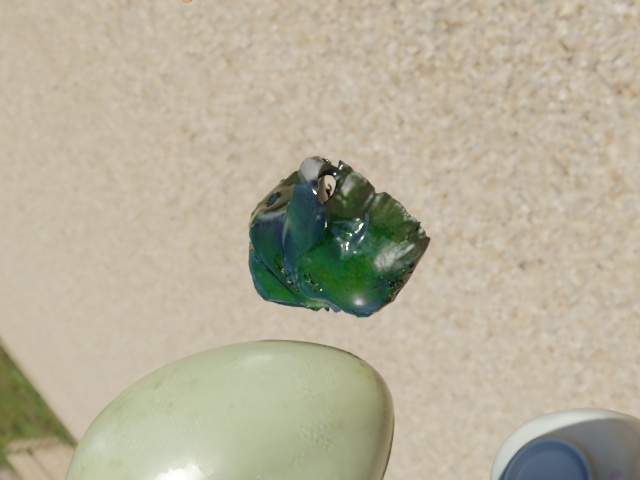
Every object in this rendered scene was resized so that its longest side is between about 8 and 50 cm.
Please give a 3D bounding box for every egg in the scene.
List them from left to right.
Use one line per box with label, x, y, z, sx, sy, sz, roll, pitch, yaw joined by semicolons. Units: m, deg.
egg;-0.071;0.191;1.170;0.218;0.295;0.218;48;-164;-19

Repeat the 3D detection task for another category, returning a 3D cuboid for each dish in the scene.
dish;0.310;0.320;1.809;0.117;0.256;0.256;27;-172;-46

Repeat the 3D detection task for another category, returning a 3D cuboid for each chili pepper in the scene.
chili pepper;-0.004;-0.002;1.453;0.116;0.148;0.264;22;175;-31

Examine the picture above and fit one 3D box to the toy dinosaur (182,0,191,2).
toy dinosaur;-0.132;-0.321;1.646;0.280;0.055;0.101;-6;142;27
